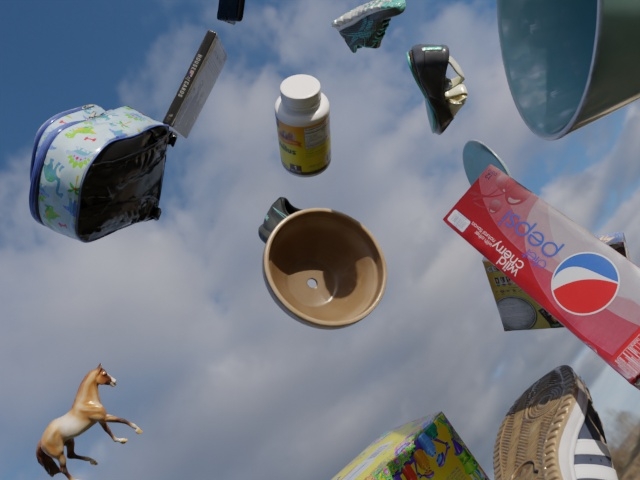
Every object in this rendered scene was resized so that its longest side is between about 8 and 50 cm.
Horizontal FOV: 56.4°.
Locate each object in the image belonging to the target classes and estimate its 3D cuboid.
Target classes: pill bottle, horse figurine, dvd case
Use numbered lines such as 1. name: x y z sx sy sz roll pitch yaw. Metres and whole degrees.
1. pill bottle: -0.037 -0.248 1.301 0.117 0.117 0.215 -35 -33 -23
2. horse figurine: -0.522 0.417 1.300 0.263 0.066 0.174 -40 -74 -1
3. dvd case: -0.297 -0.369 1.439 0.238 0.030 0.179 -64 1 0

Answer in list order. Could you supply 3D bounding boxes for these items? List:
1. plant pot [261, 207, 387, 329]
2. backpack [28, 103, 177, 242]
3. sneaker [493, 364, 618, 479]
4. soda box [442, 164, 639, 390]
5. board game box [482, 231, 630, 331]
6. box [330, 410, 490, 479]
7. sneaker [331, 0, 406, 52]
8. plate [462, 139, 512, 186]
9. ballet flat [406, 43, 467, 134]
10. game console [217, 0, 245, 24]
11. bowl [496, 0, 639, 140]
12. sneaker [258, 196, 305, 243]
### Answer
1. plant pot: -0.001 0.066 1.141 0.237 0.237 0.109 -31 -13 -28
2. backpack: -0.188 -0.056 0.495 0.114 0.084 0.105 -50 -19 -63
3. sneaker: 0.236 0.235 0.513 0.099 0.153 0.282 -50 -1 30
4. soda box: 0.245 0.033 0.592 0.092 0.263 0.083 29 -75 -43
5. board game box: 0.442 0.082 1.100 0.042 0.243 0.165 -46 -60 -51
6. box: 0.121 0.454 0.846 0.290 0.279 0.177 -28 -11 -37
7. sneaker: 0.093 -0.370 1.026 0.065 0.167 0.076 -41 -66 -24
8. plate: 0.363 -0.131 1.263 0.024 0.188 0.188 -28 -35 -8
9. ballet flat: 0.180 -0.220 0.881 0.074 0.074 0.203 -49 -28 -2
10. game console: -0.150 -0.473 1.127 0.071 0.107 0.122 -6 -69 -44
11. bowl: 0.319 -0.276 0.663 0.163 0.311 0.311 -7 -39 1
12. sneaker: 0.000 0.000 1.267 0.101 0.268 0.106 -61 -5 -72
